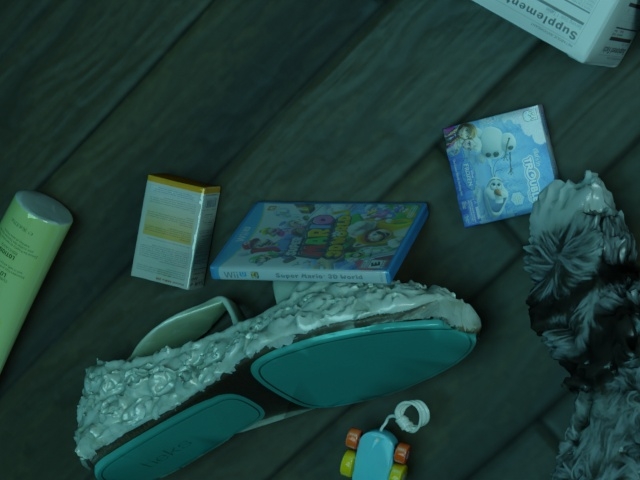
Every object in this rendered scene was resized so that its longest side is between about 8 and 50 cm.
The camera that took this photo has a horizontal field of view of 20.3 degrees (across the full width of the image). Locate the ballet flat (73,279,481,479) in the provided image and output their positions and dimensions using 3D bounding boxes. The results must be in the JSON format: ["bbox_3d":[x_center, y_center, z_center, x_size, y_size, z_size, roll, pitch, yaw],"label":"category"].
[{"bbox_3d":[-0.058,0.096,1.600,0.409,0.147,0.147,-23,86,21],"label":"ballet flat"}]

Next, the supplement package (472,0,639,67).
[{"bbox_3d":[0.230,-0.278,1.447,0.139,0.134,0.244,33,105,16],"label":"supplement package"}]

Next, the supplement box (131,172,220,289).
[{"bbox_3d":[-0.135,-0.008,1.666,0.062,0.036,0.098,14,99,20],"label":"supplement box"}]

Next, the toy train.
[{"bbox_3d":[0.091,0.225,1.591,0.125,0.046,0.166,-27,87,20],"label":"toy train"}]

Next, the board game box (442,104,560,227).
[{"bbox_3d":[0.159,-0.064,1.553,0.090,0.020,0.090,-14,90,21],"label":"board game box"}]

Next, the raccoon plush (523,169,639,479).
[{"bbox_3d":[0.348,0.161,1.445,0.216,0.299,0.446,-25,54,36],"label":"raccoon plush"}]

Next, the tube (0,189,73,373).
[{"bbox_3d":[-0.318,0.065,1.736,0.240,0.062,0.070,-59,33,20],"label":"tube"}]

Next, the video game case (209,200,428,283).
[{"bbox_3d":[0.000,0.000,1.572,0.166,0.119,0.015,1,121,22],"label":"video game case"}]
